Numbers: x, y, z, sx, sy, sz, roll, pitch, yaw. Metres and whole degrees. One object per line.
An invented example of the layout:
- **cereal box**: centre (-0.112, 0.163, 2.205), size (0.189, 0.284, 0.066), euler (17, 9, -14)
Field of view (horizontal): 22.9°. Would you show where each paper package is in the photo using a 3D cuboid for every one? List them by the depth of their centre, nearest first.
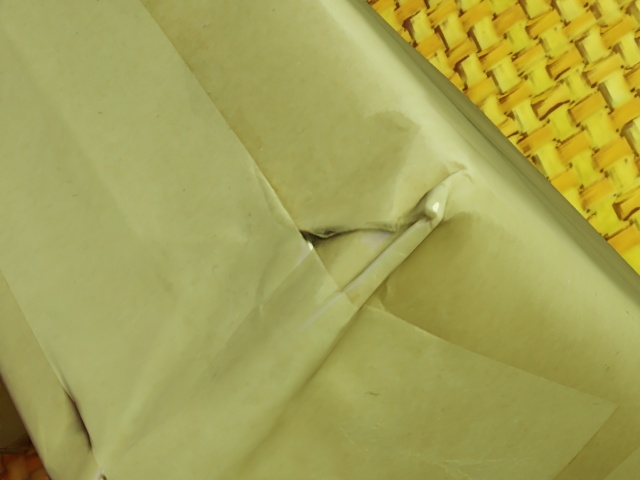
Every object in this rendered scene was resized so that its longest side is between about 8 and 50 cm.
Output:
- **paper package**: centre (0.000, 0.000, 0.651), size (0.168, 0.325, 0.309), euler (-44, 51, 10)

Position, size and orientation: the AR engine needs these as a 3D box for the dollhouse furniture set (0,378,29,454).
- **dollhouse furniture set**: centre (-0.246, -0.056, 0.839), size (0.198, 0.286, 0.303), euler (-37, 58, 48)
